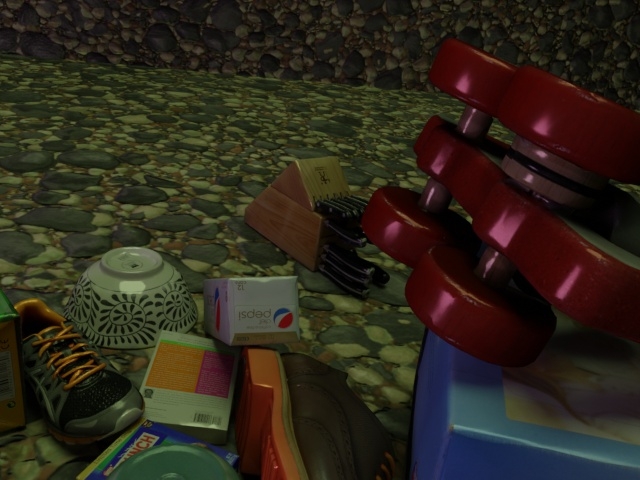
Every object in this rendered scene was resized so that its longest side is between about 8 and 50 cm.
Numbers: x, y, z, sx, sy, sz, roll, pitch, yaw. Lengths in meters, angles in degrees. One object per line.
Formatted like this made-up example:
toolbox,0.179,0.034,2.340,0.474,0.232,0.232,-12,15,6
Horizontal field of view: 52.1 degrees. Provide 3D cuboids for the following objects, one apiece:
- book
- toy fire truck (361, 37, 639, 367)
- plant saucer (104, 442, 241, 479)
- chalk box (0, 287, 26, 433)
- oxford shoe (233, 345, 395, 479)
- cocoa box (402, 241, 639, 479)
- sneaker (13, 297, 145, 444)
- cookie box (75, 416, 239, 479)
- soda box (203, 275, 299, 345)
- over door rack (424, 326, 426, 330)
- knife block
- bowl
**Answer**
book,-0.139,0.155,0.704,0.096,0.035,0.144,8,25,-4
toy fire truck,0.190,-0.015,0.486,0.253,0.169,0.302,17,20,-18
plant saucer,-0.119,0.200,0.519,0.119,0.021,0.119,4,28,-2
chalk box,-0.391,0.094,0.643,0.132,0.132,0.213,-12,30,-38
oxford shoe,0.012,0.199,0.538,0.132,0.130,0.364,5,23,-15
cocoa box,0.196,0.160,0.551,0.231,0.228,0.347,11,24,7
sneaker,-0.253,0.126,0.647,0.215,0.083,0.084,19,36,38
cookie box,-0.139,0.210,0.568,0.107,0.040,0.092,15,26,18
soda box,-0.085,0.076,0.740,0.073,0.069,0.216,-1,-4,-17
over door rack,0.307,0.035,0.844,0.324,0.239,0.108,-8,53,-30
knife block,0.000,0.000,1.059,0.088,0.242,0.275,-10,-16,-36
bowl,-0.239,0.058,0.832,0.170,0.080,0.170,7,23,-3
